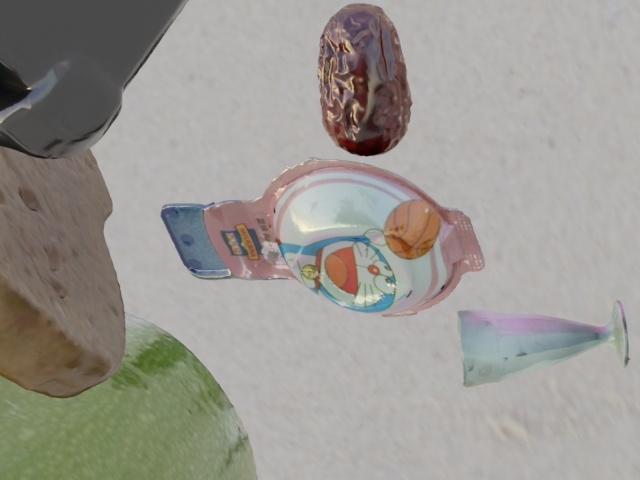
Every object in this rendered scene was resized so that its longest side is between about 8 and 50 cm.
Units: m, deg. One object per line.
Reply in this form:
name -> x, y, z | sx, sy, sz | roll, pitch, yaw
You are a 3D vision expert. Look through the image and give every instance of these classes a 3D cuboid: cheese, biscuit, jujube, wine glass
cheese -> 0.000, 0.000, 1.459 | 0.286, 0.189, 0.074 | 0, 43, 24
biscuit -> -0.167, -0.065, 0.689 | 0.049, 0.273, 0.257 | -28, 32, 7
jujube -> 0.036, -0.130, 1.385 | 0.077, 0.129, 0.077 | -2, 31, 1
wine glass -> 0.205, 0.092, 1.595 | 0.155, 0.073, 0.073 | -8, 55, 0

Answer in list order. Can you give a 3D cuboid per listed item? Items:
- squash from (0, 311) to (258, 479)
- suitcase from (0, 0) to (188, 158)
squash -> -0.195, 0.201, 0.957 | 0.263, 0.263, 0.384 | -20, 10, 15
suitcase -> -0.091, -0.167, 0.380 | 0.066, 0.285, 0.206 | 27, 78, 39
